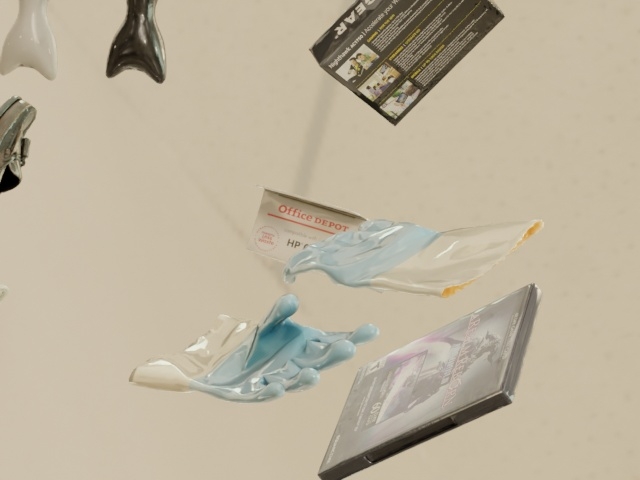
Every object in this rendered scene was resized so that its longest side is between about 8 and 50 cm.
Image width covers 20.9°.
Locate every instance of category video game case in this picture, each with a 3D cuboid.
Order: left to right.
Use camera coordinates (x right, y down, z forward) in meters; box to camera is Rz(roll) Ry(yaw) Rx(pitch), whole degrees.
[{"bbox_3d":[0.126,0.165,1.994,0.274,0.196,0.026,-30,-69,34],"label":"video game case"}]

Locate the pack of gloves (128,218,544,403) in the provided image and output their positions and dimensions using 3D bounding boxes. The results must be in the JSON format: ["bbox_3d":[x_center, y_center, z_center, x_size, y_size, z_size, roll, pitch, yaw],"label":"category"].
[{"bbox_3d":[-0.006,0.026,1.062,0.232,0.195,0.046,-1,-58,61],"label":"pack of gloves"}]

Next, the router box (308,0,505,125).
[{"bbox_3d":[0.096,-0.230,1.920,0.179,0.133,0.046,-44,-143,13],"label":"router box"}]

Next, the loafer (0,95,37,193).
[{"bbox_3d":[-0.427,-0.070,2.242,0.084,0.267,0.096,26,-32,4],"label":"loafer"}]

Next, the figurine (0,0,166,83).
[{"bbox_3d":[-0.277,-0.287,2.013,0.092,0.215,0.209,-22,113,-80],"label":"figurine"}]

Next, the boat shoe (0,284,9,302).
[{"bbox_3d":[-0.379,0.056,1.677,0.136,0.156,0.367,-49,-148,19],"label":"boat shoe"}]

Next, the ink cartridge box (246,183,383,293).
[{"bbox_3d":[0.000,0.000,1.595,0.104,0.181,0.061,16,-93,15],"label":"ink cartridge box"}]
